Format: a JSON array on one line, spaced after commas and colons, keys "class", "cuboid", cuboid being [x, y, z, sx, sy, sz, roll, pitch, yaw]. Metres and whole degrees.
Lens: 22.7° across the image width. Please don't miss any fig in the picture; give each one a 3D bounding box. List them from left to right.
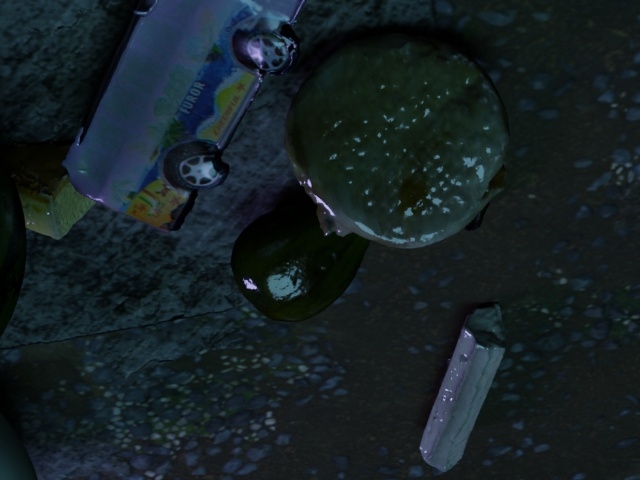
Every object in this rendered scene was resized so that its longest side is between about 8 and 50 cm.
[{"class": "fig", "cuboid": [0.000, 0.000, 1.535, 0.177, 0.117, 0.117, -39, 133, 10]}]

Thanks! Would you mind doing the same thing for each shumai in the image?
[{"class": "shumai", "cuboid": [0.066, -0.084, 1.425, 0.201, 0.201, 0.120, -6, -178, -2]}]

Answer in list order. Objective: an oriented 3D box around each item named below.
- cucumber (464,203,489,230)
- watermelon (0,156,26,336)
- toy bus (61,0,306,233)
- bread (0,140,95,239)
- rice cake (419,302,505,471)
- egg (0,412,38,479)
[{"class": "cucumber", "cuboid": [0.141, -0.068, 1.513, 0.053, 0.053, 0.181, -9, 143, 1]}, {"class": "watermelon", "cuboid": [-0.396, 0.016, 1.354, 0.285, 0.285, 0.285, -5, 140, -4]}, {"class": "toy bus", "cuboid": [-0.107, -0.150, 1.333, 0.138, 0.112, 0.317, 19, 133, -14]}, {"class": "bread", "cuboid": [-0.264, -0.059, 1.479, 0.109, 0.080, 0.084, 23, 144, 19]}, {"class": "rice cake", "cuboid": [0.159, 0.168, 1.790, 0.052, 0.057, 0.256, 14, 138, 0]}, {"class": "egg", "cuboid": [-0.419, 0.256, 1.662, 0.230, 0.230, 0.371, -12, 135, 4]}]
